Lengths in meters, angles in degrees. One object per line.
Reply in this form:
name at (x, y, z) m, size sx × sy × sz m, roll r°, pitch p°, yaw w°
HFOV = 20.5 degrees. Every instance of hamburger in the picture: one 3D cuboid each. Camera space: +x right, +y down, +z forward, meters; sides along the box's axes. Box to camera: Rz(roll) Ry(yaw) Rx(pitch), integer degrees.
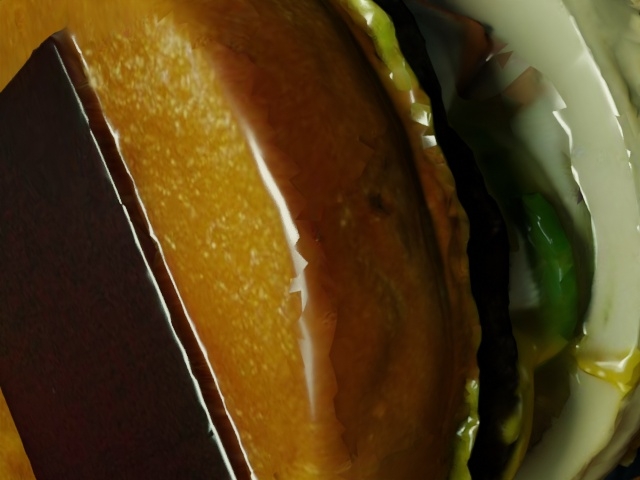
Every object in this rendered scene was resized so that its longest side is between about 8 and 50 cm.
hamburger at (0.000, 0.000, 0.652) m, size 0.291 × 0.225 × 0.291 m, roll 18°, pitch 114°, yaw 46°

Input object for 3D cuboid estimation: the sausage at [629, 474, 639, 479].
sausage at (0.124, 0.151, 0.653) m, size 0.304 × 0.121 × 0.121 m, roll -37°, pitch 77°, yaw 41°
